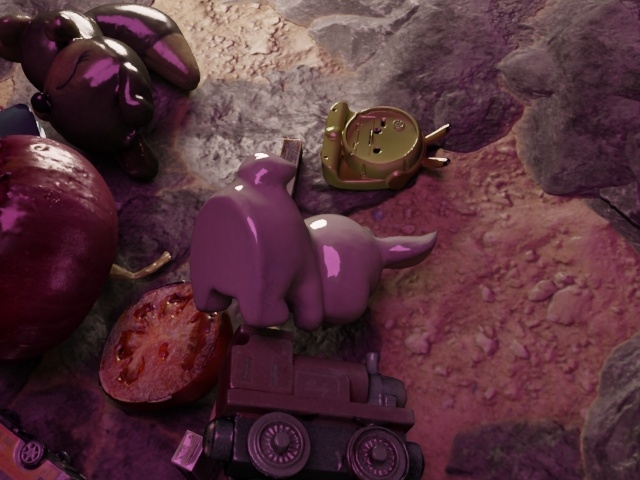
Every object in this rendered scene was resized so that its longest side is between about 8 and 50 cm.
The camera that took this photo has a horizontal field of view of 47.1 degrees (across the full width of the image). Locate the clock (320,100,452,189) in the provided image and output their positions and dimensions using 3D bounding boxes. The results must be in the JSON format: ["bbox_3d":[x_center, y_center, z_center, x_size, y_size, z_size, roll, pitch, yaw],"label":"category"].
[{"bbox_3d":[0.121,-0.174,1.342,0.232,0.069,0.170,3,57,9],"label":"clock"}]

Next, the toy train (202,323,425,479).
[{"bbox_3d":[-0.005,0.243,1.007,0.304,0.150,0.221,11,52,-14],"label":"toy train"}]

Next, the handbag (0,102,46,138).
[{"bbox_3d":[-0.613,-0.154,1.419,0.179,0.062,0.229,-24,57,-9],"label":"handbag"}]

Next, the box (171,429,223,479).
[{"bbox_3d":[-0.171,0.310,1.027,0.036,0.117,0.050,19,63,15],"label":"box"}]

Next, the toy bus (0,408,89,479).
[{"bbox_3d":[-0.465,0.314,1.078,0.268,0.092,0.106,27,72,22],"label":"toy bus"}]

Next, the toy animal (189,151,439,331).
[{"bbox_3d":[-0.004,0.010,1.097,0.196,0.367,0.241,15,94,49],"label":"toy animal"}]

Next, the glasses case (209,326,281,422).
[{"bbox_3d":[-0.107,0.220,1.119,0.083,0.050,0.196,8,58,15],"label":"glasses case"}]

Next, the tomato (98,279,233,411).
[{"bbox_3d":[-0.231,0.171,1.135,0.225,0.085,0.225,-14,50,17],"label":"tomato"}]

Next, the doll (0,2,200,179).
[{"bbox_3d":[-0.381,-0.328,1.399,0.378,0.252,0.382,-38,73,-25],"label":"doll"}]

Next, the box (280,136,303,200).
[{"bbox_3d":[-0.064,-0.092,1.322,0.041,0.050,0.207,5,57,6],"label":"box"}]

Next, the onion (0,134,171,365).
[{"bbox_3d":[-0.451,0.032,1.143,0.345,0.358,0.358,43,63,-17],"label":"onion"}]
